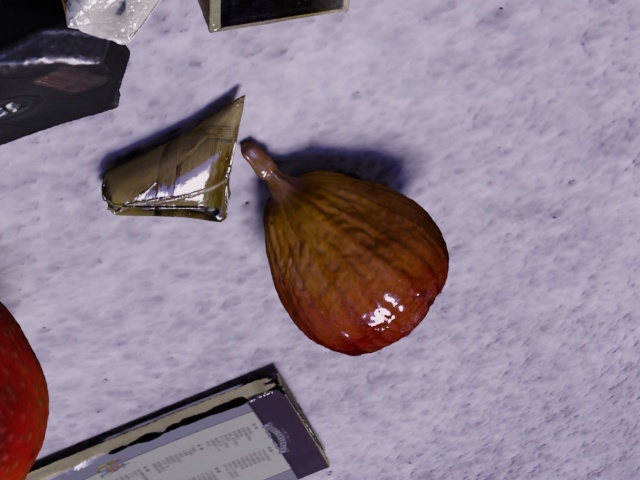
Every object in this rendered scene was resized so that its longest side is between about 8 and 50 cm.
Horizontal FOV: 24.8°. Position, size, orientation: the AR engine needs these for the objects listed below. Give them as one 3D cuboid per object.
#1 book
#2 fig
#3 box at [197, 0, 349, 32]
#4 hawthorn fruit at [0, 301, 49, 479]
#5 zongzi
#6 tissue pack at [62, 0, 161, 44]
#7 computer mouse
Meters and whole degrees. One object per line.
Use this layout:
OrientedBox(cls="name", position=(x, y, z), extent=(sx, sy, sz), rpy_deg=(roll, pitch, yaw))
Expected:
OrientedBox(cls="book", position=(-0.118, 0.182, 1.146), extent=(0.231, 0.026, 0.157), rpy_deg=(-22, 147, 1))
OrientedBox(cls="fig", position=(0.007, 0.013, 0.911), extent=(0.153, 0.119, 0.119), rpy_deg=(21, 127, -41))
OrientedBox(cls="box", position=(-0.021, -0.151, 0.750), extent=(0.083, 0.035, 0.079), rpy_deg=(-12, 143, -13))
OrientedBox(cls="hawthorn fruit", position=(-0.248, 0.103, 0.863), extent=(0.179, 0.179, 0.200), rpy_deg=(-20, 165, -3))
OrientedBox(cls="zongzi", position=(-0.086, -0.050, 0.851), extent=(0.076, 0.040, 0.083), rpy_deg=(1, 127, -19))
OrientedBox(cls="tissue pack", position=(-0.098, -0.142, 0.681), extent=(0.042, 0.083, 0.062), rpy_deg=(15, 130, -39))
OrientedBox(cls="computer mouse", position=(-0.171, -0.086, 0.737), extent=(0.172, 0.057, 0.099), rpy_deg=(-18, 166, 32))
